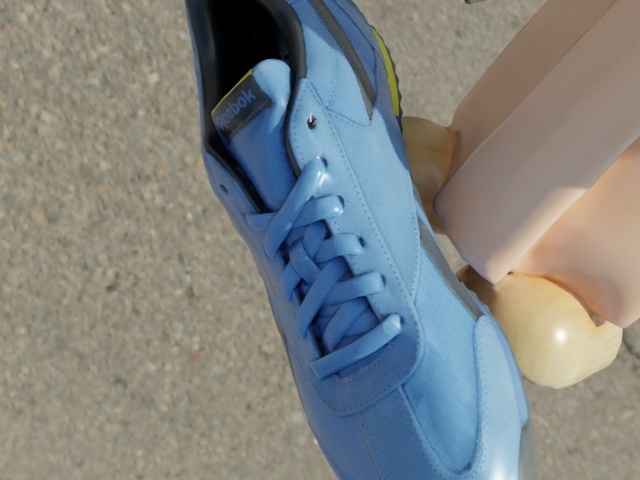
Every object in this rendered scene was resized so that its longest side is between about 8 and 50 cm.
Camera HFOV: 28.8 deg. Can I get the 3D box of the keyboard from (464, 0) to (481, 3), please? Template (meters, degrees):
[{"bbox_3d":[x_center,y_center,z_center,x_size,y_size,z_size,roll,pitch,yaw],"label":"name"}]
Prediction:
[{"bbox_3d":[0.061,-0.204,0.587,0.023,0.108,0.180,-14,112,-23],"label":"keyboard"}]

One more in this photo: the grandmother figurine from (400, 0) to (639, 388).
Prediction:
[{"bbox_3d":[0.151,-0.103,0.349,0.104,0.208,0.342,-10,143,-51],"label":"grandmother figurine"}]

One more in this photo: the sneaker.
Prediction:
[{"bbox_3d":[0.000,0.000,0.381,0.069,0.209,0.082,-30,151,23],"label":"sneaker"}]
